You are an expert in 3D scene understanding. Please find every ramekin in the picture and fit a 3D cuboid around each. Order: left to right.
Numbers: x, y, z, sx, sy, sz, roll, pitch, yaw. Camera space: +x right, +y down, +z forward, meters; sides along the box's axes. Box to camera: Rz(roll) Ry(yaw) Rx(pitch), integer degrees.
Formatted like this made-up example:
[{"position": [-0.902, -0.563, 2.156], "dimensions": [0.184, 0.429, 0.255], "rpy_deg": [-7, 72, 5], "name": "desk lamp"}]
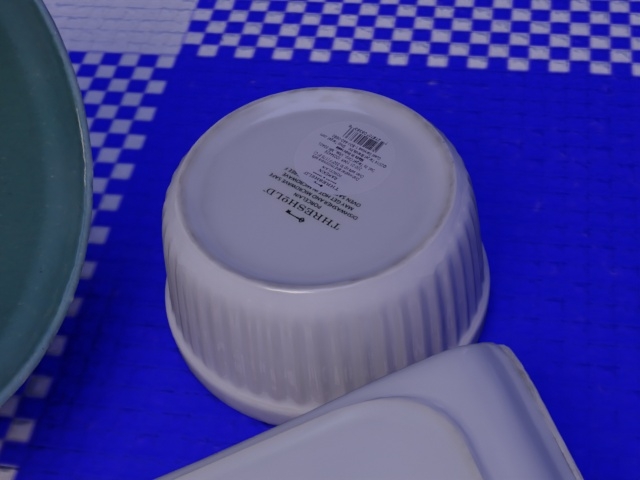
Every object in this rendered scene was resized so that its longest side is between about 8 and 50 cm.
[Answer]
[{"position": [0.000, 0.000, 0.637], "dimensions": [0.207, 0.109, 0.207], "rpy_deg": [-3, 49, 4], "name": "ramekin"}]

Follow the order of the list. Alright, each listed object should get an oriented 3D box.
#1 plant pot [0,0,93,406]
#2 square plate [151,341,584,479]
[{"position": [-0.290, -0.036, 0.524], "dimensions": [0.196, 0.293, 0.293], "rpy_deg": [-4, 45, 33], "name": "plant pot"}, {"position": [-0.027, 0.199, 0.417], "dimensions": [0.347, 0.049, 0.344], "rpy_deg": [-24, 35, 1], "name": "square plate"}]
